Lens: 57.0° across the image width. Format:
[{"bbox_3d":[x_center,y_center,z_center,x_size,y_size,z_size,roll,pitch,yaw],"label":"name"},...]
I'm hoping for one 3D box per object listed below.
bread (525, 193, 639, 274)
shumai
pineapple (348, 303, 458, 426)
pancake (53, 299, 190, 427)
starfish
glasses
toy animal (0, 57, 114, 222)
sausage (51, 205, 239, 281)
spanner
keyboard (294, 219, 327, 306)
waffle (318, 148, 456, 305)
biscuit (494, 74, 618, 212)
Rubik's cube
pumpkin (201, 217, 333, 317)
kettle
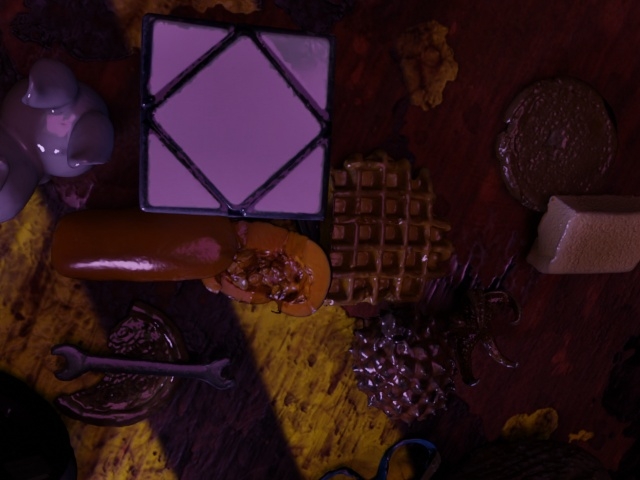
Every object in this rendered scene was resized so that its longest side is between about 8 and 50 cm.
[{"bbox_3d":[0.437,-0.010,0.944,0.188,0.068,0.125,-1,123,-19],"label":"bread"},{"bbox_3d":[0.331,0.513,0.969,0.346,0.217,0.283,-21,106,-16],"label":"shumai"},{"bbox_3d":[0.119,0.168,0.849,0.166,0.166,0.193,-28,132,-9],"label":"pineapple"},{"bbox_3d":[-0.277,0.175,0.826,0.184,0.020,0.190,1,101,-15],"label":"pancake"},{"bbox_3d":[0.245,0.147,0.919,0.190,0.074,0.146,8,95,-43],"label":"starfish"},{"bbox_3d":[0.100,0.380,0.914,0.239,0.207,0.102,-17,71,-16],"label":"glasses"},{"bbox_3d":[-0.334,-0.109,0.665,0.193,0.178,0.127,-32,111,-6],"label":"toy animal"},{"bbox_3d":[-0.220,0.003,0.745,0.238,0.098,0.098,-1,103,7],"label":"sausage"},{"bbox_3d":[-0.240,0.177,0.819,0.254,0.015,0.054,9,98,-18],"label":"spanner"},{"bbox_3d":[0.000,0.000,0.871,0.060,0.018,0.195,-22,107,-17],"label":"keyboard"},{"bbox_3d":[0.107,-0.017,0.871,0.219,0.057,0.229,2,97,-22],"label":"waffle"},{"bbox_3d":[0.373,-0.149,0.933,0.226,0.042,0.226,-4,104,-15],"label":"biscuit"},{"bbox_3d":[-0.104,-0.136,0.704,0.207,0.205,0.205,1,98,-14],"label":"Rubik's cube"},{"bbox_3d":[-0.064,0.037,0.809,0.183,0.107,0.119,18,98,13],"label":"pumpkin"},{"bbox_3d":[-0.467,0.316,0.732,0.207,0.251,0.271,42,95,10],"label":"kettle"}]
